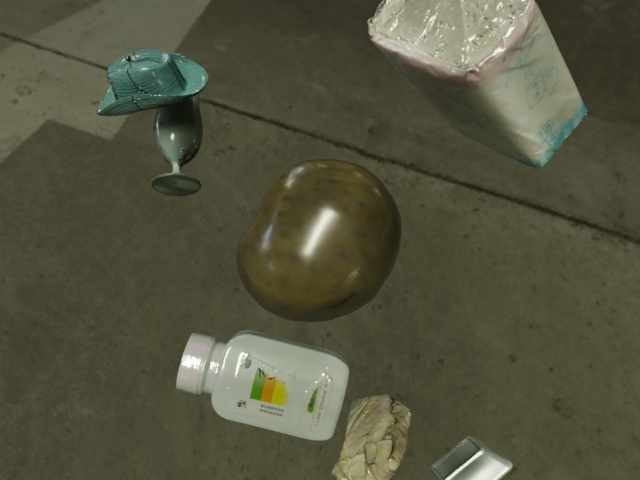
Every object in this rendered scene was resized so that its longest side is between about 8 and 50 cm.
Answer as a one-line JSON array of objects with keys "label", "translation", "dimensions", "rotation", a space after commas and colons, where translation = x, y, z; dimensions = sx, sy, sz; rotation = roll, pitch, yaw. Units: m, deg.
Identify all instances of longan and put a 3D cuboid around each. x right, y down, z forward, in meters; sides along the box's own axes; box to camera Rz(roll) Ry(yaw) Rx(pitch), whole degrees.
[{"label": "longan", "translation": [0.000, 0.000, 1.252], "dimensions": [0.404, 0.336, 0.405], "rotation": [-7, 67, 17]}]

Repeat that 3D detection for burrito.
[{"label": "burrito", "translation": [0.126, 0.436, 1.198], "dimensions": [0.175, 0.348, 0.107], "rotation": [-26, 94, 13]}]

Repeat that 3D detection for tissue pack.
[{"label": "tissue pack", "translation": [0.210, -0.217, 0.697], "dimensions": [0.201, 0.271, 0.124], "rotation": [38, 98, 40]}]

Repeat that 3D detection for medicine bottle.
[{"label": "medicine bottle", "translation": [-0.105, 0.255, 0.981], "dimensions": [0.296, 0.111, 0.161], "rotation": [16, 88, -1]}]

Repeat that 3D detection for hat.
[{"label": "hat", "translation": [-0.278, -0.258, 0.843], "dimensions": [0.190, 0.078, 0.138], "rotation": [-14, 46, 3]}]

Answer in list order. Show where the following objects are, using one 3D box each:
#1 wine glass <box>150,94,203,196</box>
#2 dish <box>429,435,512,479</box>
[{"label": "wine glass", "translation": [-0.262, -0.190, 0.982], "dimensions": [0.092, 0.093, 0.202], "rotation": [-2, 71, -6]}, {"label": "dish", "translation": [0.306, 0.534, 1.215], "dimensions": [0.234, 0.154, 0.064], "rotation": [-38, 91, -6]}]
